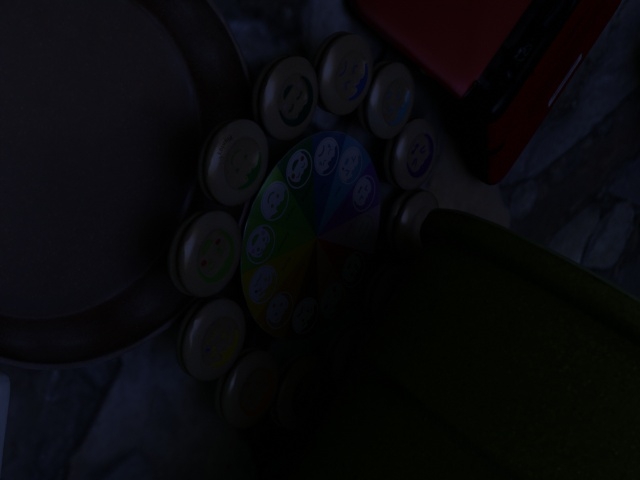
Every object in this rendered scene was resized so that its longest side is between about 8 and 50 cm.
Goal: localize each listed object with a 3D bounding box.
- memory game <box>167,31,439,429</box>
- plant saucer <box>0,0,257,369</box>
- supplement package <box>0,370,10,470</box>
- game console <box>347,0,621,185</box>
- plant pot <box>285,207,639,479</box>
[{"bbox_3d":[0.000,0.000,0.565,0.186,0.012,0.186,-24,121,-46],"label":"memory game"},{"bbox_3d":[-0.099,-0.034,0.486,0.168,0.029,0.168,-12,109,-39],"label":"plant saucer"},{"bbox_3d":[-0.201,0.082,0.378,0.179,0.105,0.105,2,98,-40],"label":"supplement package"},{"bbox_3d":[0.090,-0.123,0.634,0.144,0.085,0.124,-54,160,-16],"label":"game console"},{"bbox_3d":[0.085,0.237,0.528,0.353,0.366,0.366,-52,129,-4],"label":"plant pot"}]
